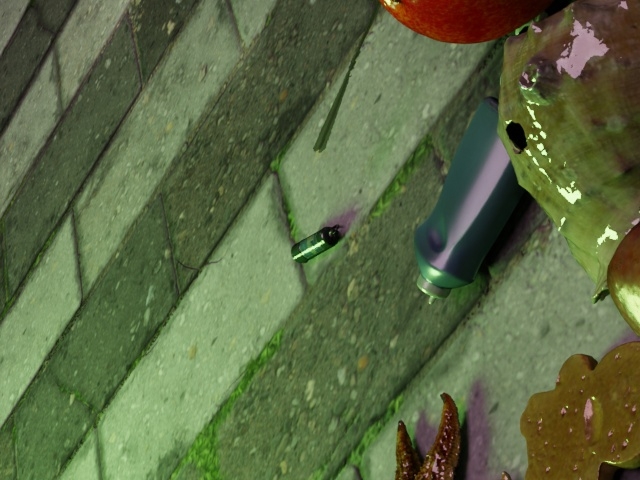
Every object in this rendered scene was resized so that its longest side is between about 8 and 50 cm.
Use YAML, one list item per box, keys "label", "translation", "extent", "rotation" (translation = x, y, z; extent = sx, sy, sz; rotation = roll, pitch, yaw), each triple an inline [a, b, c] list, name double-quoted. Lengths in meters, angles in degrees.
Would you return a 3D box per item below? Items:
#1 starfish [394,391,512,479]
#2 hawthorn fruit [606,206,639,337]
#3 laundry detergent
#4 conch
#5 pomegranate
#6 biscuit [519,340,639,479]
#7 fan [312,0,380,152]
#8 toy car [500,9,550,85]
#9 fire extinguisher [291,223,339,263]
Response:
- label: "starfish"
  translation: [0.094, 0.253, 1.455]
  extent: [0.240, 0.043, 0.227]
  rotation: [-33, 46, 45]
- label: "hawthorn fruit"
  translation: [0.294, 0.044, 1.156]
  extent: [0.149, 0.149, 0.189]
  rotation: [-23, 88, 54]
- label: "laundry detergent"
  translation: [0.148, -0.032, 1.523]
  extent: [0.096, 0.061, 0.206]
  rotation: [43, 112, 53]
- label: "conch"
  translation: [0.234, -0.116, 1.318]
  extent: [0.263, 0.186, 0.324]
  rotation: [175, 114, -79]
- label: "pomegranate"
  translation: [0.158, -0.315, 1.533]
  extent: [0.256, 0.221, 0.221]
  rotation: [-30, 30, -7]
- label: "biscuit"
  translation: [0.231, 0.146, 1.292]
  extent: [0.184, 0.027, 0.133]
  rotation: [-47, 34, 33]
- label: "fan"
  translation: [0.071, -0.286, 1.699]
  extent: [0.012, 0.233, 0.415]
  rotation: [27, 99, 21]
- label: "toy car"
  translation: [0.203, -0.191, 1.563]
  extent: [0.041, 0.025, 0.093]
  rotation: [-5, 68, 60]
- label: "fire extinguisher"
  translation: [0.000, 0.000, 1.804]
  extent: [0.083, 0.025, 0.038]
  rotation: [-29, 25, 51]
